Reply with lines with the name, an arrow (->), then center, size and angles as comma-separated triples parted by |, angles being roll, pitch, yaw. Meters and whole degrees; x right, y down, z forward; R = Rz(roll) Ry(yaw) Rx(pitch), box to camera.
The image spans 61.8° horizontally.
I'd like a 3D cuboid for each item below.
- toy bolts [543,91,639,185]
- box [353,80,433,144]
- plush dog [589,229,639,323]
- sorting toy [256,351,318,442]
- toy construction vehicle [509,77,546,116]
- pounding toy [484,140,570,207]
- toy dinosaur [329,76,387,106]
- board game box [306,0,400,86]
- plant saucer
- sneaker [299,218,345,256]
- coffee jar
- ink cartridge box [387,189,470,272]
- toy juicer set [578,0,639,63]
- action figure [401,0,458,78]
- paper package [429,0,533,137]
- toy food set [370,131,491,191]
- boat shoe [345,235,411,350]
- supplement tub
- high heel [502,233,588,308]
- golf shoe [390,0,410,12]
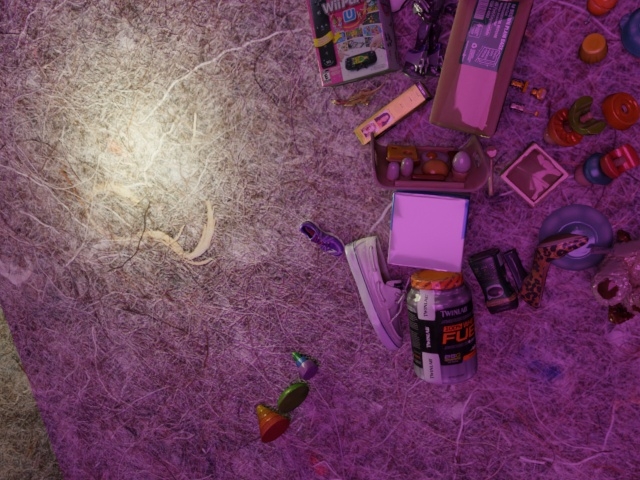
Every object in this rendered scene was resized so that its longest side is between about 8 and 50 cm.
toy bolts -> 0.725, -0.259, 1.415 | 0.218, 0.158, 0.229 | -21, 85, -18
box -> 0.212, -0.366, 1.556 | 0.232, 0.087, 0.058 | -35, 89, 24
plush dog -> 0.858, 0.109, 1.430 | 0.262, 0.211, 0.226 | -22, 115, 19
sorting toy -> -0.138, 0.546, 1.908 | 0.126, 0.127, 0.366 | 42, 112, 37
toy construction vehicle -> 0.560, -0.390, 1.466 | 0.098, 0.035, 0.086 | 18, 97, 11
pounding toy -> 0.540, -0.192, 1.485 | 0.206, 0.094, 0.181 | 44, 112, 4
toy dinosaur -> 0.123, -0.420, 1.566 | 0.183, 0.092, 0.053 | -16, 99, 21
board game box -> 0.087, -0.609, 1.504 | 0.223, 0.097, 0.304 | -5, 101, 33
plant saucer -> 0.719, -0.003, 1.505 | 0.194, 0.037, 0.195 | 4, 105, 16
sneaker -> 0.000, 0.000, 1.724 | 0.169, 0.071, 0.068 | 33, 111, 7
coffee jar -> 0.514, 0.123, 1.580 | 0.096, 0.079, 0.185 | -20, 96, 28
ink cartridge box -> 0.311, -0.051, 1.501 | 0.197, 0.270, 0.198 | 7, 106, 15
toy juicer set -> 0.819, -0.556, 1.314 | 0.328, 0.089, 0.210 | 3, 92, 26
action figure -> 0.299, -0.587, 1.436 | 0.099, 0.185, 0.285 | 31, 131, 41
paper package -> 0.404, -0.435, 1.354 | 0.168, 0.309, 0.325 | 16, 107, 13
toy food set -> 0.287, -0.232, 1.452 | 0.305, 0.220, 0.093 | 3, 129, 1
boat shoe -> 0.215, 0.156, 1.671 | 0.156, 0.136, 0.368 | -22, 86, 19
supplement tub -> 0.362, 0.251, 1.602 | 0.193, 0.193, 0.316 | -5, 102, 19
high heel -> 0.651, 0.087, 1.486 | 0.261, 0.093, 0.186 | -26, 90, 53
golf shoe -> 0.236, -0.701, 1.460 | 0.198, 0.094, 0.077 | -35, 92, 24
